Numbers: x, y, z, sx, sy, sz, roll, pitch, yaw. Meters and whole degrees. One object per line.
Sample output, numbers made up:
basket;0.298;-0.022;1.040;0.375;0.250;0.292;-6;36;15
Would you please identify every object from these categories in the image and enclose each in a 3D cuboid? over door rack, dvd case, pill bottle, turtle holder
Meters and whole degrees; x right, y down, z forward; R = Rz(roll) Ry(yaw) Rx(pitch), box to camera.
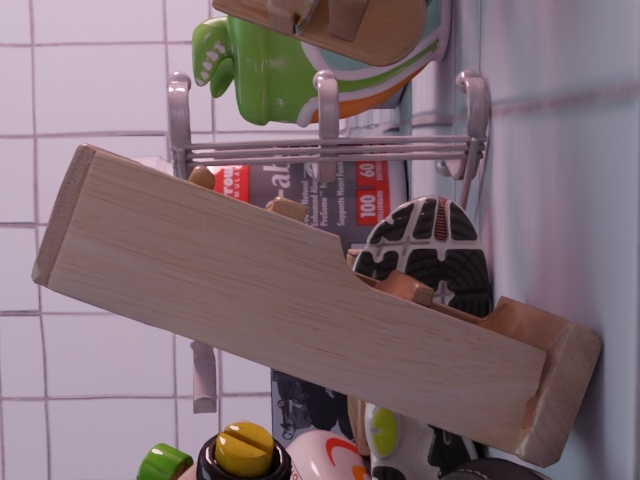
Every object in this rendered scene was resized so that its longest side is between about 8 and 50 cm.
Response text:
over door rack;0.000;0.000;0.855;0.108;0.240;0.324;-95;5;-50
dvd case;0.024;0.267;1.403;0.029;0.179;0.238;-85;-5;-60
pill bottle;-0.072;-0.029;1.388;0.210;0.363;0.210;179;90;-89
turtle holder;0.001;-0.266;0.966;0.243;0.228;0.320;89;180;-74

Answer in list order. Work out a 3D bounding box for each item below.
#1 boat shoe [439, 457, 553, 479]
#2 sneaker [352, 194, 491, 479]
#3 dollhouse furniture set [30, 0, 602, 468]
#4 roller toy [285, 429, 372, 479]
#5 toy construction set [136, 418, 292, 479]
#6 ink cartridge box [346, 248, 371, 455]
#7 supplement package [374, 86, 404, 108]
boat shoe;0.067;0.186;0.353;0.112;0.096;0.335;-59;21;24
sneaker;0.073;0.094;0.806;0.118;0.107;0.278;-77;-13;-72
dollhouse furniture set;0.052;-0.124;0.542;0.362;0.257;0.394;-144;74;-88
roller toy;0.019;0.279;0.965;0.146;0.191;0.209;-49;-15;8
toy construction set;-0.038;0.259;0.637;0.308;0.237;0.257;-57;-14;-34
ink cartridge box;0.074;0.107;1.077;0.234;0.088;0.193;-121;32;-89
supplement package;0.007;-0.317;1.352;0.199;0.198;0.262;96;173;-86
